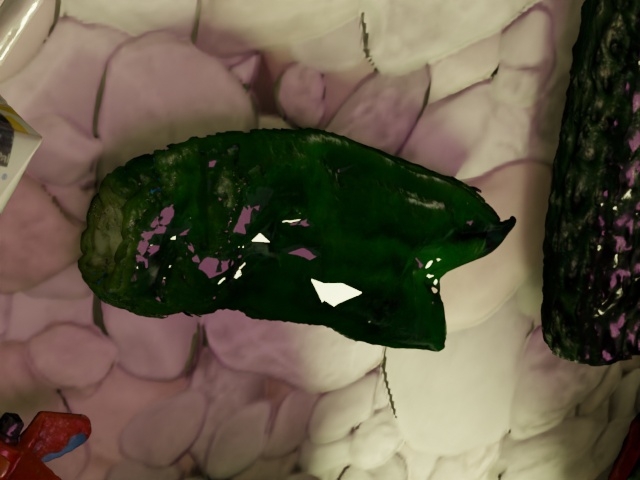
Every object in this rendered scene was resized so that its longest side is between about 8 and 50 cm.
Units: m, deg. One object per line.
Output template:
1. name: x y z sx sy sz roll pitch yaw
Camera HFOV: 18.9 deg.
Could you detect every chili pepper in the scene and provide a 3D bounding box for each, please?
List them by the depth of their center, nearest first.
1. chili pepper: 0.001 0.001 0.849 0.224 0.061 0.098 7 106 -38

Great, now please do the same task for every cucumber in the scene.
1. cucumber: 0.149 -0.077 0.908 0.068 0.067 0.293 -14 123 -30

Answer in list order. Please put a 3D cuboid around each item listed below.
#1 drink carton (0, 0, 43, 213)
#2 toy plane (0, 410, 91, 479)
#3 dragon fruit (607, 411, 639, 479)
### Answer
1. drink carton: -0.158 -0.016 0.708 0.084 0.074 0.200 13 107 -42
2. toy plane: -0.176 0.141 0.806 0.130 0.061 0.189 29 102 -45
3. dragon fruit: 0.297 0.181 1.019 0.329 0.329 0.329 -19 127 -27
